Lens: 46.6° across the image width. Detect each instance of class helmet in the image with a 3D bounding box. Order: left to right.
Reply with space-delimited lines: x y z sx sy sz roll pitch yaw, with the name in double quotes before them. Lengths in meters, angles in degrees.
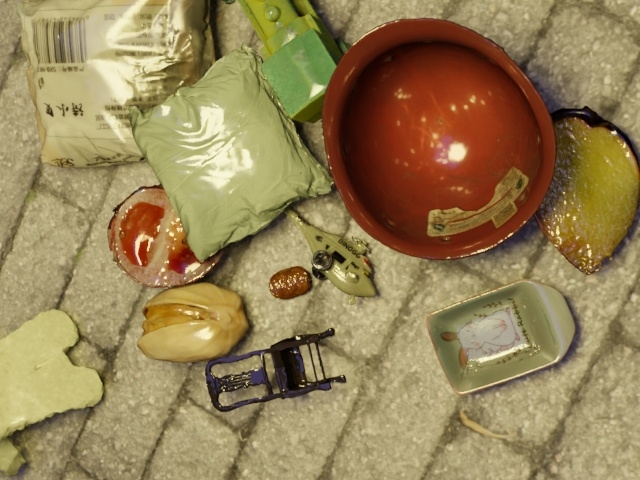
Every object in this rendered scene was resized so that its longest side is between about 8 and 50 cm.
"helmet" 0.189 -0.178 1.220 0.337 0.230 0.385 -34 100 20

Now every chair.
"chair" -0.084 0.240 1.374 0.229 0.113 0.106 -14 85 15

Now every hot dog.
"hot dog" -0.056 0.080 1.407 0.083 0.035 0.058 -18 85 16

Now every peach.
"peach" 0.434 -0.082 1.244 0.189 0.068 0.279 -1 88 9

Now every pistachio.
"pistachio" -0.249 0.159 1.412 0.229 0.157 0.157 -9 88 24

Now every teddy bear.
"teddy bear" -0.697 0.339 1.568 0.327 0.375 0.362 62 146 7

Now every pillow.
"pillow" -0.161 -0.158 1.311 0.283 0.138 0.310 -27 95 3

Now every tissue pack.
"tissue pack" -0.375 -0.310 1.409 0.376 0.195 0.390 2 104 13

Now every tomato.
"tomato" -0.285 0.006 1.423 0.228 0.112 0.199 14 73 7

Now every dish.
"dish" 0.314 0.158 1.281 0.234 0.064 0.154 -22 84 17

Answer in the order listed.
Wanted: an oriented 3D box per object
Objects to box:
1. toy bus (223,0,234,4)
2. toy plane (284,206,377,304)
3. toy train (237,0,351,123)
"toy bus" -0.234 -0.516 1.432 0.175 0.088 0.101 3 91 15
"toy plane" 0.000 0.000 1.368 0.286 0.092 0.108 41 80 12
"toy train" -0.056 -0.376 1.301 0.150 0.237 0.369 -33 81 16
